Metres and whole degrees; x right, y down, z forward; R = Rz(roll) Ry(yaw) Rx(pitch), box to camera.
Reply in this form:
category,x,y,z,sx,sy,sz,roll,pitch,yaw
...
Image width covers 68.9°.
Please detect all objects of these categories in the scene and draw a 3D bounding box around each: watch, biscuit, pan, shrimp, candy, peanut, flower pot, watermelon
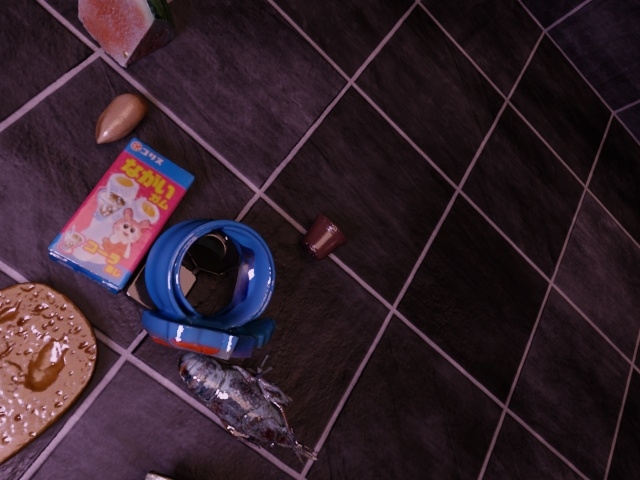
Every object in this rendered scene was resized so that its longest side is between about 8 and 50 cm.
category,x,y,z,sx,sy,sz,roll,pitch,yaw
watch,-0.198,0.098,0.981,0.305,0.241,0.274,15,83,-40
biscuit,-0.612,0.237,0.852,0.367,0.063,0.314,-42,96,-29
pan,-0.235,0.050,1.104,0.128,0.048,0.202,-30,91,-29
shrimp,-0.141,0.345,1.023,0.372,0.137,0.172,37,80,-14
candy,-0.419,-0.054,1.007,0.157,0.100,0.306,33,65,-16
peanut,-0.453,-0.274,1.056,0.076,0.076,0.152,41,66,-13
flower pot,0.000,0.000,1.221,0.089,0.111,0.111,-45,100,-13
watermelon,-0.461,-0.544,1.065,0.201,0.262,0.213,-41,102,-1

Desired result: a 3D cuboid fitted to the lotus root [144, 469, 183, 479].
category,x,y,z,sx,sy,sz,roll,pitch,yaw
lotus root,-0.235,0.600,0.854,0.260,0.149,0.267,12,63,9

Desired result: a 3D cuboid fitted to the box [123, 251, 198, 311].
category,x,y,z,sx,sy,sz,roll,pitch,yaw
box,-0.357,0.101,1.043,0.126,0.027,0.125,36,66,-17
